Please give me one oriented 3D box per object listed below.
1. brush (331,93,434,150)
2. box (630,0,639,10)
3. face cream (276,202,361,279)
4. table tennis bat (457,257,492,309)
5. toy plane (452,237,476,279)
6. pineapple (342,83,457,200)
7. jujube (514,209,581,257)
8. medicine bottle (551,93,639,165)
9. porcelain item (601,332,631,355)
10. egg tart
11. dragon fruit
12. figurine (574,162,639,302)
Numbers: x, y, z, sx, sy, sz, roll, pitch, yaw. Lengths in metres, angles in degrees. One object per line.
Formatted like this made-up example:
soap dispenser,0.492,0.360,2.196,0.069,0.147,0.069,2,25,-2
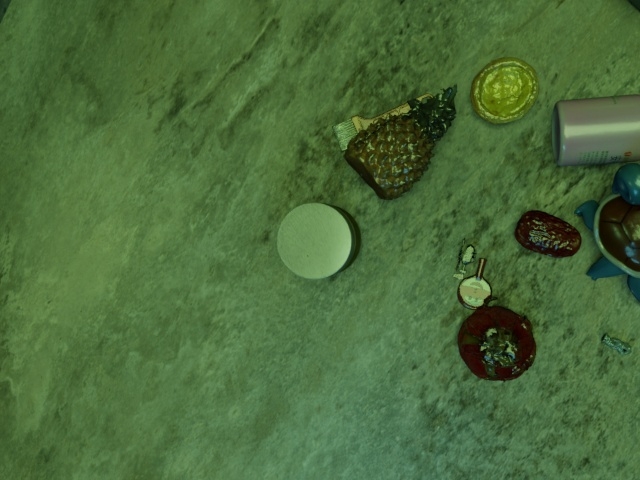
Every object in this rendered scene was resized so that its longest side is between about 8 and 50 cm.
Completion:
brush,0.191,-0.363,1.874,0.314,0.017,0.090,-21,89,12
box,0.859,-0.692,1.619,0.148,0.210,0.129,-43,89,11
face cream,0.000,0.000,1.839,0.218,0.179,0.218,0,91,13
table tennis bat,0.453,0.126,1.824,0.098,0.019,0.154,14,97,11
toy plane,0.420,0.056,1.822,0.049,0.031,0.120,14,92,17
pineapple,0.253,-0.294,1.776,0.357,0.223,0.223,-44,82,0
jujube,0.627,-0.014,1.734,0.176,0.109,0.112,22,101,8
medicine bottle,0.772,-0.292,1.661,0.291,0.178,0.178,-3,90,12
porcelain item,0.819,0.287,1.738,0.083,0.028,0.036,31,114,9
egg tart,0.514,-0.417,1.769,0.191,0.074,0.191,0,92,14
dragon fruit,0.493,0.297,1.748,0.218,0.148,0.223,34,99,8
figurine,0.842,-0.029,1.652,0.298,0.243,0.416,-23,107,3
